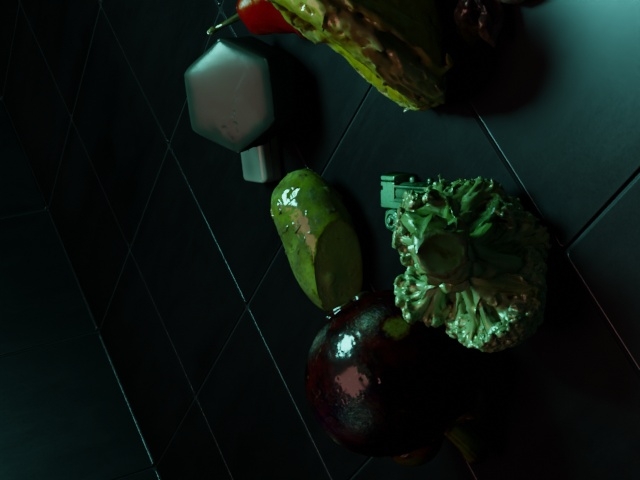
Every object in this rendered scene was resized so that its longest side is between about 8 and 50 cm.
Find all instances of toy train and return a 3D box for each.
[{"bbox_3d":[0.171,-0.063,1.926,0.170,0.071,0.111,9,102,57],"label":"toy train"}]

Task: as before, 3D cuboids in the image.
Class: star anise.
[{"bbox_3d":[0.241,-0.405,1.667,0.196,0.073,0.212,61,145,24],"label":"star anise"}]

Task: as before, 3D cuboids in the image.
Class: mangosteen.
[{"bbox_3d":[0.140,0.253,1.881,0.359,0.306,0.306,56,145,13],"label":"mangosteen"}]

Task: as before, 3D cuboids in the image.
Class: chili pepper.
[{"bbox_3d":[-0.091,-0.463,2.125,0.338,0.135,0.131,19,120,52],"label":"chili pepper"}]

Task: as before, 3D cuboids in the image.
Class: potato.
[{"bbox_3d":[0.000,0.000,2.166,0.298,0.141,0.176,67,162,2],"label":"potato"}]

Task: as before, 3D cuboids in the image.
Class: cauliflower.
[{"bbox_3d":[0.218,0.024,1.689,0.275,0.250,0.272,11,84,29],"label":"cauliflower"}]

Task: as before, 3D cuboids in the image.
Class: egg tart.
[{"bbox_3d":[0.069,-0.359,1.782,0.169,0.388,0.388,-56,42,2],"label":"egg tart"}]

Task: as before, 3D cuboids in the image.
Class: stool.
[{"bbox_3d":[-0.154,-0.300,2.233,0.232,0.141,0.232,7,106,26],"label":"stool"}]

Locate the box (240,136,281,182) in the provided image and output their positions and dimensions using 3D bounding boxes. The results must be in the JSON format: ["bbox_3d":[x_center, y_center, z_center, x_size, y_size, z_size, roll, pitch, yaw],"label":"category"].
[{"bbox_3d":[-0.138,-0.249,2.371,0.103,0.055,0.243,13,113,57],"label":"box"}]
